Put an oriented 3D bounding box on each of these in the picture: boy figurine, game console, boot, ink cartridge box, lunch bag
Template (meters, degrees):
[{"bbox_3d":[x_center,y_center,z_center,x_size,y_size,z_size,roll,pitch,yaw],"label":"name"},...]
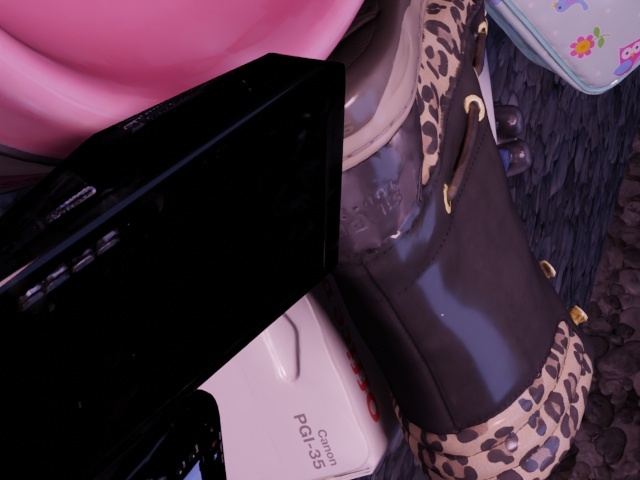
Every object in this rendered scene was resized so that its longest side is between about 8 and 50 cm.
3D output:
[{"bbox_3d":[0.181,-0.110,1.335,0.285,0.092,0.177,-25,103,-67],"label":"boy figurine"},{"bbox_3d":[-0.071,0.095,0.502,0.213,0.044,0.361,-40,149,-32],"label":"game console"},{"bbox_3d":[0.076,-0.041,0.717,0.284,0.138,0.377,63,21,-22],"label":"boot"},{"bbox_3d":[-0.010,0.030,0.799,0.207,0.117,0.283,69,22,-7],"label":"ink cartridge box"},{"bbox_3d":[0.230,-0.277,1.007,0.224,0.108,0.279,-45,129,10],"label":"lunch bag"}]

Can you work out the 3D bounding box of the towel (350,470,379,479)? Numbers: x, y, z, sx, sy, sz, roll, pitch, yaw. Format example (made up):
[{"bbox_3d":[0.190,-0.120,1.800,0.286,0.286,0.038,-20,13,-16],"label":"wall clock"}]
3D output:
[{"bbox_3d":[-0.030,0.341,1.122,0.312,0.056,0.324,68,40,-57],"label":"towel"}]

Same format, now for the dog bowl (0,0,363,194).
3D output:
[{"bbox_3d":[-0.108,-0.211,0.447,0.408,0.150,0.408,-15,109,-53],"label":"dog bowl"}]

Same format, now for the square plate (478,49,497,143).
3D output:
[{"bbox_3d":[0.092,-0.225,1.032,0.344,0.049,0.347,18,64,-68],"label":"square plate"}]
